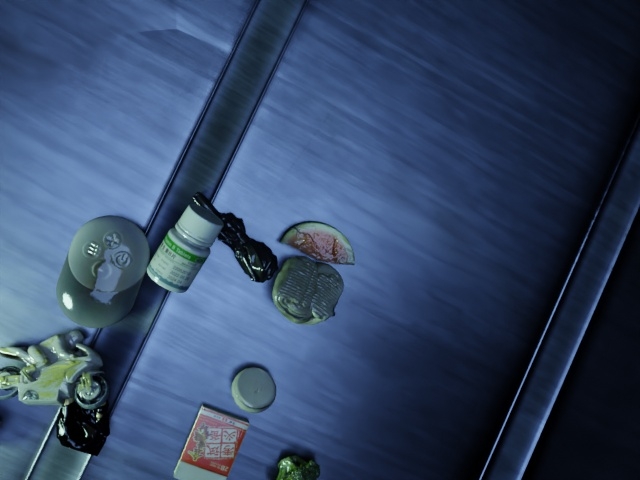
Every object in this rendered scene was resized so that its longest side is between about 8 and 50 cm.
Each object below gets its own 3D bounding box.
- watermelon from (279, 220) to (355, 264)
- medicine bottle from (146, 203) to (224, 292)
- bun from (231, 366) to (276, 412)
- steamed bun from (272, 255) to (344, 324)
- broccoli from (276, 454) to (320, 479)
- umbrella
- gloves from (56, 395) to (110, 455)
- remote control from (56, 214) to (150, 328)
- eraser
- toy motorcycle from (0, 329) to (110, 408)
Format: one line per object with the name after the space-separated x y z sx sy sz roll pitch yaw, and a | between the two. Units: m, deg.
-0.002 0.002 1.904 0.245 0.063 0.119 18 82 -9 | watermelon
-0.386 0.022 1.774 0.139 0.139 0.236 32 102 -10 | medicine bottle
-0.209 0.461 1.873 0.138 0.094 0.138 14 54 -20 | bun
-0.053 0.163 1.870 0.211 0.144 0.218 30 54 -16 | steamed bun
-0.074 0.734 1.891 0.162 0.146 0.137 -26 65 6 | broccoli
-0.262 -0.013 1.852 0.118 0.118 0.340 -44 90 -7 | umbrella
-0.670 0.498 1.772 0.164 0.124 0.203 26 69 -20 | gloves
-0.624 0.090 1.774 0.221 0.103 0.331 19 89 -7 | remote control
-0.332 0.635 1.880 0.157 0.038 0.230 23 86 -11 | eraser
-0.750 0.356 1.737 0.341 0.107 0.222 3 63 1 | toy motorcycle
